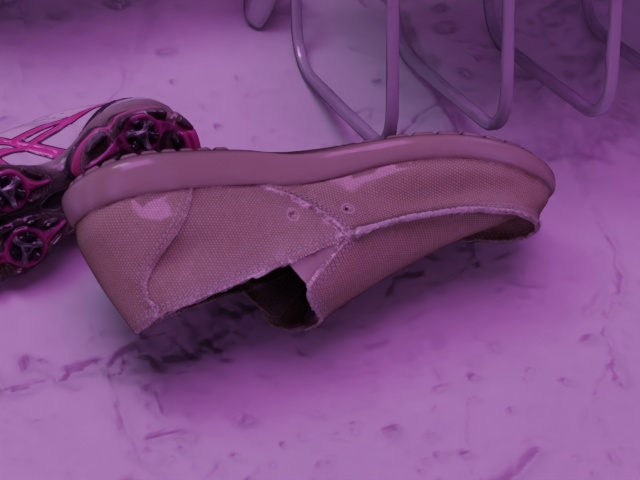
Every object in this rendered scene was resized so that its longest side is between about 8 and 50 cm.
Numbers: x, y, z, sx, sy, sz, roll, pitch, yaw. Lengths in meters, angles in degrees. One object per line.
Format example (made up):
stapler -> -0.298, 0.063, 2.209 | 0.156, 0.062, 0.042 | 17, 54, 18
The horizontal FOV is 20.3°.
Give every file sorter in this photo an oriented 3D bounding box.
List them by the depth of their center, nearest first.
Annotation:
file sorter -> 0.133, -0.171, 1.023 | 0.278, 0.173, 0.193 | -9, 25, -16

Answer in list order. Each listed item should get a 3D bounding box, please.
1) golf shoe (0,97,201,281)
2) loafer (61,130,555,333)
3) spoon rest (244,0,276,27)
golf shoe -> -0.159, -0.026, 0.960 | 0.186, 0.067, 0.086 | -20, 21, -18
loafer -> 0.000, 0.000, 0.930 | 0.269, 0.102, 0.092 | -5, 81, -21
spoon rest -> -0.136, -0.218, 1.048 | 0.276, 0.084, 0.137 | 20, 43, -24
